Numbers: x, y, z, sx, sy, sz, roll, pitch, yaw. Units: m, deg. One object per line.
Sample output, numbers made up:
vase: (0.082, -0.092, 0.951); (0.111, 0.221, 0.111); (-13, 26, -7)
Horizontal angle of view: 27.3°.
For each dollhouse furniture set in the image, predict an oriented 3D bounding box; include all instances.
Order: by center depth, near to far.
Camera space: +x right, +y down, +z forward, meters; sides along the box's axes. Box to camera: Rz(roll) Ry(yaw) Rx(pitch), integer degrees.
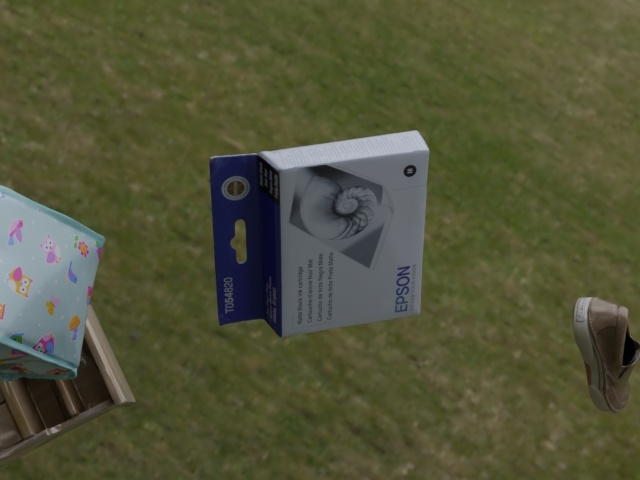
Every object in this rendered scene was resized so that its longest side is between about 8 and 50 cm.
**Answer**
dollhouse furniture set: (-0.455, 0.209, 1.850); (0.362, 0.256, 0.394); (63, 3, 10)

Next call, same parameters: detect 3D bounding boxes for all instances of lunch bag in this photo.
lunch bag: (-0.437, 0.053, 1.775); (0.262, 0.160, 0.223); (35, 56, -53)

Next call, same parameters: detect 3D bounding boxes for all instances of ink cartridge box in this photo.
ink cartridge box: (0.000, 0.000, 1.389); (0.224, 0.223, 0.045); (-8, 36, -11)

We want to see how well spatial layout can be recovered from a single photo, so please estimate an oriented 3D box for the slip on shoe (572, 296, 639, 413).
slip on shoe: (0.233, 0.092, 1.039); (0.041, 0.135, 0.051); (-1, 47, 25)
